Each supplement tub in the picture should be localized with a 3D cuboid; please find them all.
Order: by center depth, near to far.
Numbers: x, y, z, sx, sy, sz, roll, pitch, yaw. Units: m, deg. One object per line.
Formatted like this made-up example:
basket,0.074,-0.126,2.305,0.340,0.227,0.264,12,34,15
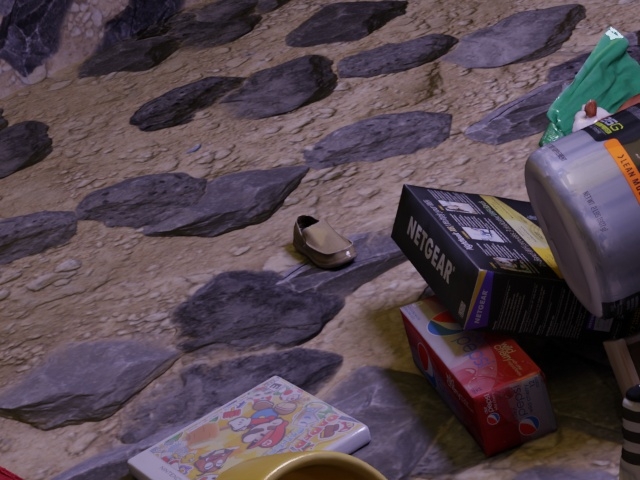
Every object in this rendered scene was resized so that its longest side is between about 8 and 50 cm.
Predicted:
supplement tub,0.413,-0.068,1.808,0.338,0.207,0.207,-25,25,-3

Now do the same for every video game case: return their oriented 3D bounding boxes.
video game case,-0.087,0.249,1.956,0.227,0.026,0.206,-28,27,-25

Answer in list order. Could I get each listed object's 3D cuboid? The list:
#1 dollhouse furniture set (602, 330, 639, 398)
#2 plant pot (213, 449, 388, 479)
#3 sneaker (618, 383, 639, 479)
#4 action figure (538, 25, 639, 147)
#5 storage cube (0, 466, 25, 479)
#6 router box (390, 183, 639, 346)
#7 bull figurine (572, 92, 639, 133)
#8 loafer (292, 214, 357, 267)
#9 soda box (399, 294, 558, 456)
dollhouse furniture set,0.423,0.124,1.708,0.161,0.212,0.242,-21,-1,-12
plant pot,-0.069,0.327,1.547,0.239,0.254,0.254,-11,21,47
sneaker,0.374,0.250,1.399,0.169,0.257,0.447,-22,26,-14
action figure,0.412,-0.212,2.550,0.232,0.137,0.063,-42,11,-30
storage cube,-0.355,0.358,1.676,0.193,0.215,0.184,-38,32,-27
router box,0.247,0.029,2.034,0.243,0.081,0.309,8,19,-17
bull figurine,0.501,-0.182,2.374,0.188,0.101,0.310,-21,9,-23
loafer,0.000,0.000,2.400,0.056,0.050,0.148,-29,27,-25
soda box,0.180,0.148,1.941,0.092,0.083,0.263,-20,24,-9
